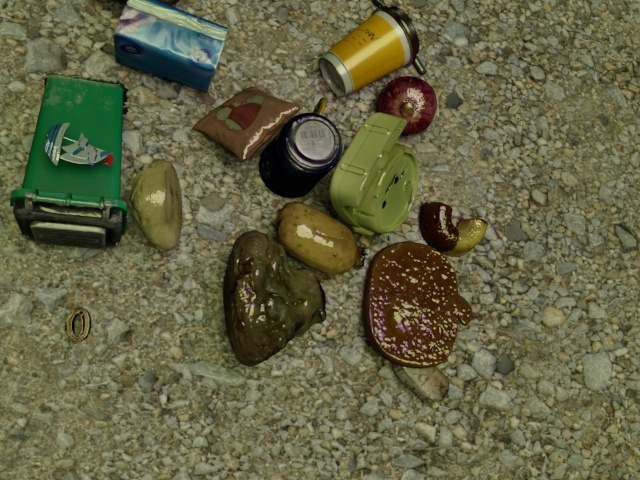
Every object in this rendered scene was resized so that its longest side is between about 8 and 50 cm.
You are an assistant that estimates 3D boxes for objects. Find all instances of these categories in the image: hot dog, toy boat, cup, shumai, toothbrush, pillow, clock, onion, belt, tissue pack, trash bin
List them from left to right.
[{"bbox_3d":[-0.539,-0.193,1.431,0.149,0.034,0.105,39,55,-12],"label":"toy boat"},{"bbox_3d":[-0.585,-0.192,1.564,0.258,0.295,0.382,4,74,-17],"label":"trash bin"},{"bbox_3d":[-0.600,0.208,1.615,0.059,0.036,0.084,1,80,-11],"label":"belt"},{"bbox_3d":[-0.395,-0.512,1.716,0.263,0.198,0.146,18,79,-13],"label":"tissue pack"},{"bbox_3d":[-0.201,-0.325,1.762,0.223,0.236,0.084,-45,140,-17],"label":"pillow"},{"bbox_3d":[-0.101,0.154,1.680,0.282,0.217,0.347,5,89,-19],"label":"shumai"},{"bbox_3d":[-0.056,-0.268,1.752,0.178,0.256,0.255,-3,81,-18],"label":"cup"},{"bbox_3d":[0.142,-0.546,1.906,0.279,0.196,0.196,-36,93,-12],"label":"cup"},{"bbox_3d":[0.167,-0.150,1.785,0.117,0.348,0.286,20,70,30],"label":"clock"},{"bbox_3d":[0.244,-0.644,2.031,0.030,0.030,0.297,-35,94,-29],"label":"toothbrush"},{"bbox_3d":[0.256,-0.398,1.933,0.177,0.153,0.178,-1,92,-17],"label":"onion"},{"bbox_3d":[0.286,0.384,1.855,0.108,0.059,0.191,-46,101,-12],"label":"hot dog"}]

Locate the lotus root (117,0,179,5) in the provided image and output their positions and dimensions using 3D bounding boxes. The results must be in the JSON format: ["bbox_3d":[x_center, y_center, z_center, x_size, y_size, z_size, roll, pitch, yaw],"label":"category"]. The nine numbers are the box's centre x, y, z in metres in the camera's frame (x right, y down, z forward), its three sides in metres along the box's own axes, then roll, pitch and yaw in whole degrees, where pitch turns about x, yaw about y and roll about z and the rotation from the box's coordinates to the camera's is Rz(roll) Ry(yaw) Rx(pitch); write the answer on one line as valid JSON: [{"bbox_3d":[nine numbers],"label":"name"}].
[{"bbox_3d":[-0.495,-0.693,1.740,0.277,0.154,0.154,-7,83,-18],"label":"lotus root"}]

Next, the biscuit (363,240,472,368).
[{"bbox_3d":[0.278,0.181,1.854,0.313,0.063,0.368,10,66,-9],"label":"biscuit"}]

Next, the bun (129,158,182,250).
[{"bbox_3d":[-0.416,-0.094,1.645,0.116,0.210,0.237,-7,69,-3],"label":"bun"}]

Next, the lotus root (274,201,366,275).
[{"bbox_3d":[0.000,0.000,1.777,0.284,0.146,0.160,24,55,-13],"label":"lotus root"}]

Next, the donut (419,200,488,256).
[{"bbox_3d":[0.401,-0.030,1.946,0.217,0.085,0.141,17,76,-16],"label":"donut"}]
